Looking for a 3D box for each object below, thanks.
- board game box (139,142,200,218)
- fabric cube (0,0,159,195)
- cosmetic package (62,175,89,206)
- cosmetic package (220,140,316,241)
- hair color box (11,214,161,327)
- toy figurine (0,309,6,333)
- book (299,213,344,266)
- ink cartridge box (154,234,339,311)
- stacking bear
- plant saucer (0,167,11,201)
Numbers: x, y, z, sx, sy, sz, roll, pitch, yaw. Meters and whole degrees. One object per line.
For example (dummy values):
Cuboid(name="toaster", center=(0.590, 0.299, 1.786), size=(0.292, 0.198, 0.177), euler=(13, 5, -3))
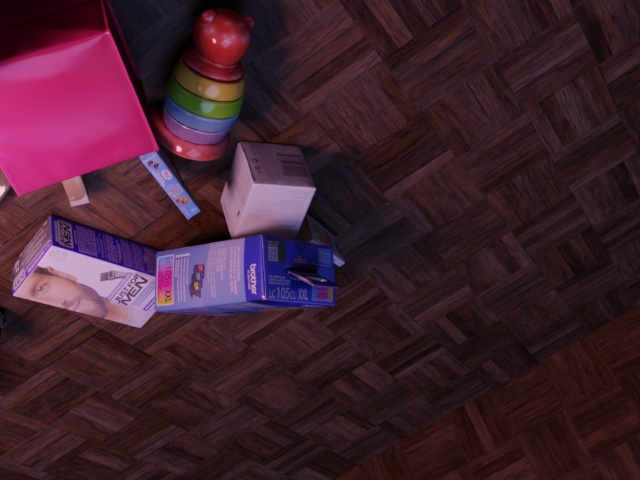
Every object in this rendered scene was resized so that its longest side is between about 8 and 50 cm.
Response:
Cuboid(name="board game box", center=(-0.331, -0.159, 1.685), size=(0.039, 0.160, 0.211), euler=(-32, 146, -1))
Cuboid(name="fabric cube", center=(-0.457, -0.279, 1.428), size=(0.258, 0.259, 0.254), euler=(-20, 134, -4))
Cuboid(name="cosmetic package", center=(-0.521, -0.134, 1.725), size=(0.041, 0.060, 0.115), euler=(-14, 138, -9))
Cuboid(name="cosmetic package", center=(-0.122, -0.105, 1.860), size=(0.152, 0.151, 0.183), euler=(2, 133, -25))
Cuboid(name="hair color box", center=(-0.523, 0.081, 1.928), size=(0.339, 0.110, 0.185), euler=(22, 125, -37))
Cuboid(name="toy figurine", center=(-0.862, 0.211, 1.903), size=(0.213, 0.148, 0.209), euler=(-27, 134, 10))
Cuboid(name="book", center=(0.000, 0.000, 2.071), size=(0.035, 0.096, 0.144), euler=(-37, 138, 17))
Cuboid(name="ink cartridge box", center=(-0.149, 0.084, 1.880), size=(0.396, 0.151, 0.270), euler=(-11, 168, 35))
Cuboid(name="stacking bear", center=(-0.217, -0.315, 1.591), size=(0.176, 0.164, 0.289), euler=(4, 129, -27))
Cuboid(name="plant saucer", center=(-0.714, -0.119, 1.586), size=(0.278, 0.041, 0.278), euler=(-40, 159, -19))
